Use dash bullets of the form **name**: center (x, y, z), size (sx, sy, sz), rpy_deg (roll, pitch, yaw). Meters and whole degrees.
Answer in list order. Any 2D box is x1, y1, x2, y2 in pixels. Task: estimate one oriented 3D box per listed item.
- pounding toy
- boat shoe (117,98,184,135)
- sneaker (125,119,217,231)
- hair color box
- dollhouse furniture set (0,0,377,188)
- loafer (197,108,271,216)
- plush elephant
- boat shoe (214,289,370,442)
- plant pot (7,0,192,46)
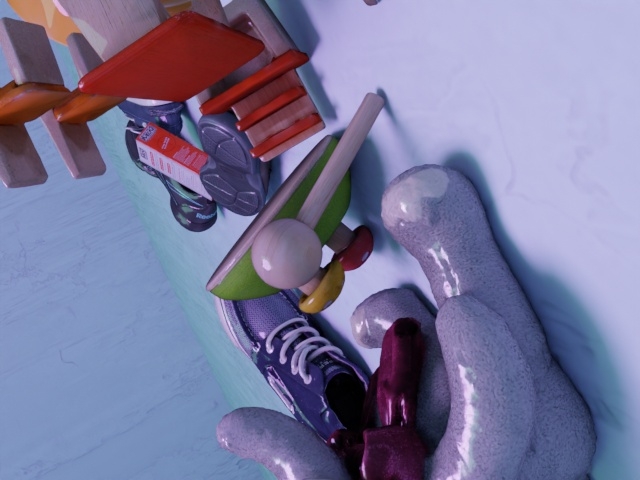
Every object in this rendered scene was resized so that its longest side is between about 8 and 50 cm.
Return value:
- **pounding toy**: center (0.000, 0.000, 0.602), size (0.110, 0.183, 0.237), rpy_deg (39, 161, -8)
- **boat shoe**: center (-0.303, -0.232, 1.191), size (0.254, 0.095, 0.079), rpy_deg (21, 124, 52)
- **sneaker**: center (-0.266, -0.145, 1.240), size (0.267, 0.101, 0.106), rpy_deg (51, 146, 15)
- **hair color box**: center (-0.226, -0.128, 1.094), size (0.141, 0.043, 0.072), rpy_deg (29, 156, 4)
- **dollhouse furniture set**: center (-0.080, -0.127, 0.497), size (0.135, 0.262, 0.259), rpy_deg (62, -164, -3)
- **loafer**: center (-0.093, -0.107, 0.833), size (0.096, 0.084, 0.267), rpy_deg (29, 162, 2)
- **plush elephant**: center (0.051, 0.168, 0.496), size (0.330, 0.255, 0.272), rpy_deg (57, 162, 16)
- **boat shoe**: center (-0.022, 0.155, 0.938), size (0.340, 0.127, 0.158), rpy_deg (52, 155, 6)
- **plant pot**: center (-0.180, -0.303, 0.600), size (0.205, 0.205, 0.188), rpy_deg (56, 146, 20)
